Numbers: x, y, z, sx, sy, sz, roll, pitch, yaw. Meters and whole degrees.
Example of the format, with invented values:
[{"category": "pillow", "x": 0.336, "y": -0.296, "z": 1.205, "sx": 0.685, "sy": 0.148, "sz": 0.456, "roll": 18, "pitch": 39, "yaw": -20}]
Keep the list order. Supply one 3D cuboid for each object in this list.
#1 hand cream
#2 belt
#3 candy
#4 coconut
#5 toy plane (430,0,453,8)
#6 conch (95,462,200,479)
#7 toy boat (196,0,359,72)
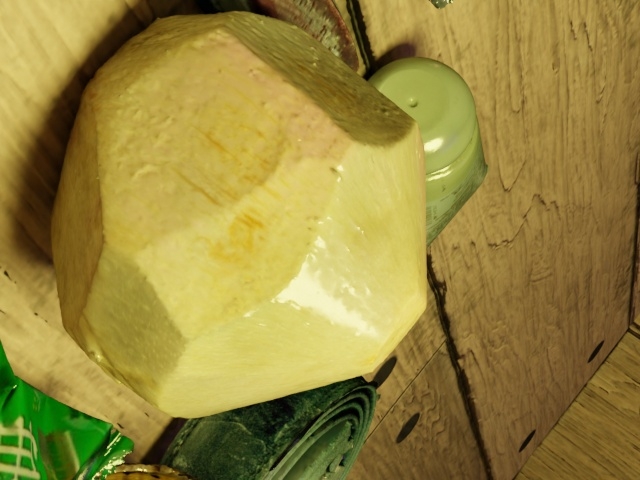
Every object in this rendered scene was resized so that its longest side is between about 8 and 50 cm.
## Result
[{"category": "hand cream", "x": 0.092, "y": -0.056, "z": 1.288, "sx": 0.147, "sy": 0.093, "sz": 0.306, "roll": -49, "pitch": 161, "yaw": -9}, {"category": "belt", "x": -0.062, "y": 0.202, "z": 1.323, "sx": 0.267, "sy": 0.116, "sz": 0.206, "roll": -42, "pitch": 154, "yaw": -36}, {"category": "candy", "x": -0.215, "y": 0.136, "z": 0.937, "sx": 0.141, "sy": 0.078, "sz": 0.203, "roll": -60, "pitch": 150, "yaw": -16}, {"category": "coconut", "x": -0.042, "y": -0.006, "z": 0.876, "sx": 0.237, "sy": 0.237, "sz": 0.197, "roll": -50, "pitch": 161, "yaw": -12}, {"category": "toy plane", "x": 0.064, "y": -0.172, "z": 0.852, "sx": 0.234, "sy": 0.160, "sz": 0.082, "roll": -10, "pitch": 106, "yaw": -35}, {"category": "conch", "x": -0.143, "y": 0.249, "z": 1.139, "sx": 0.163, "sy": 0.245, "sz": 0.178, "roll": -90, "pitch": -178, "yaw": -63}, {"category": "toy boat", "x": -0.021, "y": -0.146, "z": 0.965, "sx": 0.080, "sy": 0.046, "sz": 0.229, "roll": -52, "pitch": 158, "yaw": -1}]
